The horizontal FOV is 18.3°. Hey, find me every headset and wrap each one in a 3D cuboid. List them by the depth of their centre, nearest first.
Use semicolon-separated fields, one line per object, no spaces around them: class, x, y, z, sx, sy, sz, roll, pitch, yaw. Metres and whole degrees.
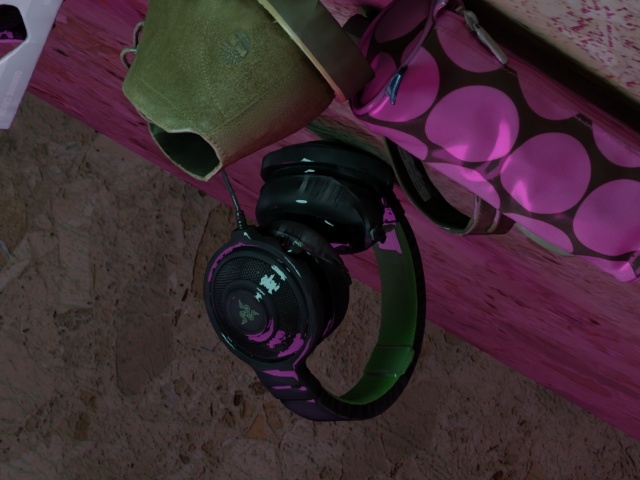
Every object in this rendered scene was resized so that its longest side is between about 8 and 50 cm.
headset;0.000;0.000;1.862;0.185;0.243;0.394;-6;134;38

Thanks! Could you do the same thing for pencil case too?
pencil case;0.119;-0.060;1.116;0.209;0.098;0.095;29;-144;-20

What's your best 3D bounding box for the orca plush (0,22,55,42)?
orca plush;-0.348;-0.273;1.783;0.287;0.151;0.102;43;149;40

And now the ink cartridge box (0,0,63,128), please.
ink cartridge box;-0.326;-0.185;1.510;0.239;0.060;0.275;2;150;-22

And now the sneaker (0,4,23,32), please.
sneaker;-0.329;-0.222;1.643;0.319;0.131;0.112;-15;180;30

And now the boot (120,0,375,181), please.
boot;-0.080;-0.127;1.154;0.112;0.115;0.305;49;179;-29

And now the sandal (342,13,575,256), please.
sandal;0.087;-0.056;1.343;0.120;0.086;0.303;26;175;40
